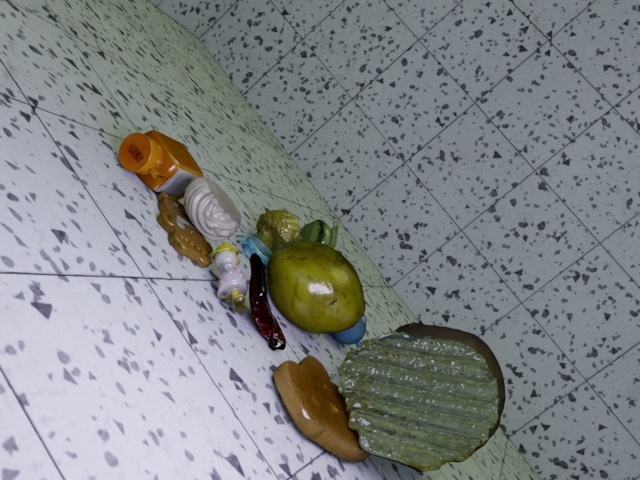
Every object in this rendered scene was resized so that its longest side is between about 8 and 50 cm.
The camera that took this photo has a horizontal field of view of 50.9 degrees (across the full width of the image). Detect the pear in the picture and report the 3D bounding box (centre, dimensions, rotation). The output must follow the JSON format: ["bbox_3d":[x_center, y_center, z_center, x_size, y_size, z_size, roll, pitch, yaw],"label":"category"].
[{"bbox_3d":[-0.014,0.139,1.966,0.321,0.269,0.269,42,8,18],"label":"pear"}]

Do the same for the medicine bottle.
[{"bbox_3d":[-0.431,-0.209,1.800,0.149,0.112,0.222,53,12,20],"label":"medicine bottle"}]

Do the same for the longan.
[{"bbox_3d":[0.328,0.421,1.961,0.404,0.404,0.436,49,15,-6],"label":"longan"}]

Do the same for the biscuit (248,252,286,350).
[{"bbox_3d":[-0.144,0.164,1.692,0.151,0.063,0.236,-105,180,-48],"label":"biscuit"}]

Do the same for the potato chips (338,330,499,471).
[{"bbox_3d":[0.252,0.397,1.680,0.428,0.070,0.359,12,53,-9],"label":"potato chips"}]

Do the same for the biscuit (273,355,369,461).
[{"bbox_3d":[0.001,0.398,1.636,0.343,0.057,0.287,39,16,-43],"label":"biscuit"}]

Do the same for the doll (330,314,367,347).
[{"bbox_3d":[0.064,0.216,2.207,0.314,0.141,0.177,64,7,10],"label":"doll"}]

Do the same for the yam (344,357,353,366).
[{"bbox_3d":[0.096,0.406,2.053,0.032,0.032,0.145,45,13,-22],"label":"yam"}]

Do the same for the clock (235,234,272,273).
[{"bbox_3d":[-0.201,0.031,2.086,0.147,0.045,0.108,44,12,-23],"label":"clock"}]

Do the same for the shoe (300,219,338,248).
[{"bbox_3d":[-0.006,-0.003,2.230,0.128,0.140,0.262,10,-4,-20],"label":"shoe"}]

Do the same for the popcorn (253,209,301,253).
[{"bbox_3d":[-0.138,-0.015,2.224,0.174,0.173,0.142,52,17,11],"label":"popcorn"}]

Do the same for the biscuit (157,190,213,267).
[{"bbox_3d":[-0.351,-0.033,1.742,0.184,0.035,0.249,41,14,-40],"label":"biscuit"}]

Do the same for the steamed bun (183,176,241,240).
[{"bbox_3d":[-0.289,-0.075,1.759,0.183,0.106,0.183,52,10,-13],"label":"steamed bun"}]

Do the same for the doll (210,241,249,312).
[{"bbox_3d":[-0.225,0.084,1.673,0.129,0.081,0.207,89,-14,-51],"label":"doll"}]
